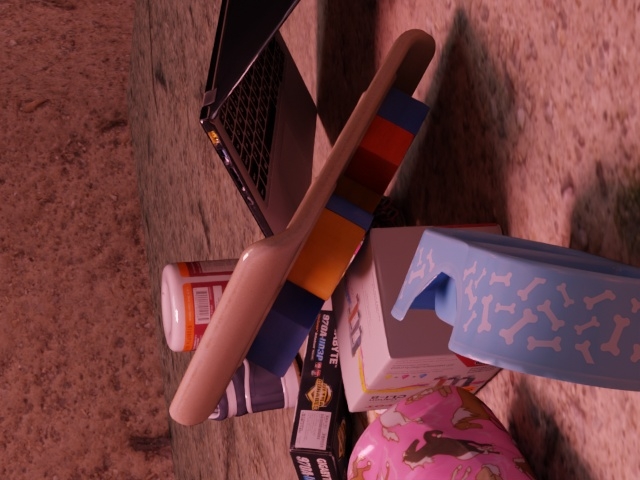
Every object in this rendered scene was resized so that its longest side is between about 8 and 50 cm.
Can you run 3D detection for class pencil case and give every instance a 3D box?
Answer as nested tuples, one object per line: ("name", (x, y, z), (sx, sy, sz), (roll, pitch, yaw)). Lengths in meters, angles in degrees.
("pencil case", (0.139, 0.284, 1.218), (0.160, 0.167, 0.386), (51, -172, -32))

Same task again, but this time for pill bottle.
("pill bottle", (-0.099, 0.083, 2.009), (0.121, 0.221, 0.121), (177, 90, -76))

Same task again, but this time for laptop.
("laptop", (0.003, -0.236, 1.740), (0.382, 0.236, 0.408), (-85, -26, -51))

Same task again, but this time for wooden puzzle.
("wooden puzzle", (0.000, 0.000, 1.448), (0.348, 0.080, 0.322), (-55, -4, -40))

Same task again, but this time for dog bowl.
("dog bowl", (0.158, 0.043, 1.081), (0.297, 0.166, 0.074), (-156, 75, -75))

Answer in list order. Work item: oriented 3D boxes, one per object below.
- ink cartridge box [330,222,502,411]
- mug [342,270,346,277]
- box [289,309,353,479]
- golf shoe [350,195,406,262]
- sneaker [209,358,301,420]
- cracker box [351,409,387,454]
("ink cartridge box", (0.095, 0.075, 1.398), (0.176, 0.128, 0.127), (117, 147, -66))
("mug", (0.048, 0.076, 1.731), (0.078, 0.064, 0.062), (-119, 28, -62))
("box", (0.013, 0.207, 1.707), (0.220, 0.051, 0.175), (77, -161, -58))
("golf shoe", (0.060, -0.005, 1.697), (0.086, 0.067, 0.186), (55, 167, -16))
("sneaker", (-0.130, 0.194, 2.299), (0.282, 0.153, 0.099), (-132, 32, -69))
("cracker box", (0.083, 0.201, 1.609), (0.156, 0.067, 0.232), (-131, 40, -69))
